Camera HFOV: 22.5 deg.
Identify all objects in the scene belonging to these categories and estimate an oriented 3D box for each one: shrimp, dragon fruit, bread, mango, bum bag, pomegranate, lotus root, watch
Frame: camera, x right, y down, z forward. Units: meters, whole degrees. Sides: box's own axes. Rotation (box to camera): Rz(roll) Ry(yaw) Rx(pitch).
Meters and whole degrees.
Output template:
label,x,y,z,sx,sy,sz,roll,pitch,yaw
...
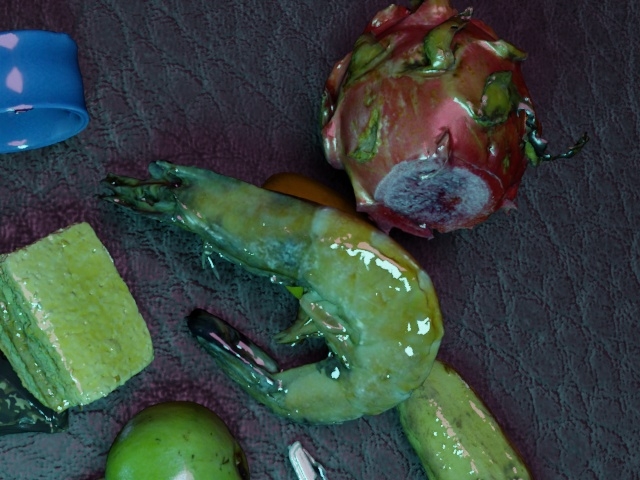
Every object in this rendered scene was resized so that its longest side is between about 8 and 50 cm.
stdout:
label,x,y,z,sx,sy,sz,roll,pitch,yaw
shrimp,-0.073,0.052,1.856,0.445,0.085,0.272,28,116,8
dragon fruit,0.136,-0.164,1.906,0.250,0.269,0.291,27,48,-29
bread,-0.288,0.091,1.813,0.138,0.102,0.196,-30,87,-40
mango,0.000,0.000,1.922,0.137,0.098,0.195,-36,80,-15
bum bag,-0.403,0.181,1.795,0.248,0.069,0.102,-6,59,-30
pomegranate,-0.178,0.273,1.768,0.210,0.179,0.179,-21,82,-16
lotus root,0.173,0.249,1.901,0.110,0.097,0.258,-24,75,-25
watch,-0.370,-0.176,1.830,0.200,0.196,0.171,-8,88,-8

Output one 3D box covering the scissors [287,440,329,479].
label,x,y,z,sx,sy,sz,roll,pitch,yaw
scissors,0.018,0.326,1.878,0.101,0.027,0.204,-31,87,-21
